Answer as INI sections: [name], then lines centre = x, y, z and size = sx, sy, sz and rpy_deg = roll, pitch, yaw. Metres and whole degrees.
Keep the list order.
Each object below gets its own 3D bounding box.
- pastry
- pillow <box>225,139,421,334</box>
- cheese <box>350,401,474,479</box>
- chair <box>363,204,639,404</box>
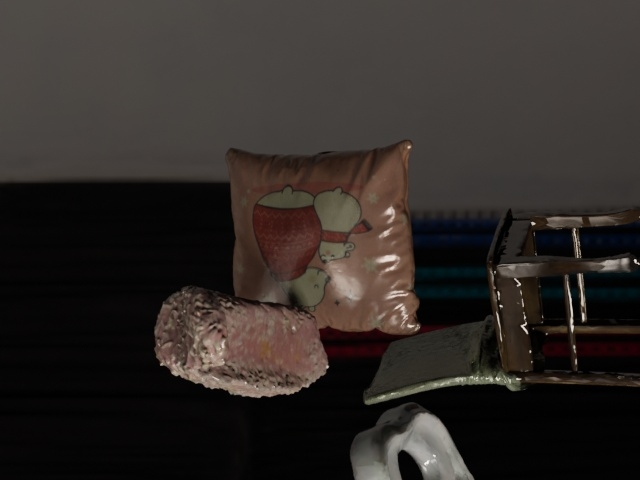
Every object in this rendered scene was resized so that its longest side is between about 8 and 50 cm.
[pastry]
centre = -0.089, 0.106, 1.381
size = 0.265, 0.112, 0.102
rpy_deg = 30, 54, -63
[pillow]
centre = 0.000, 0.000, 1.518
size = 0.084, 0.236, 0.223
rpy_deg = -19, 105, -70
[cheese]
centre = 0.087, 0.167, 0.408
size = 0.163, 0.071, 0.248
rpy_deg = 13, 54, -56
[chair]
centre = 0.198, 0.073, 1.489
size = 0.160, 0.319, 0.186
rpy_deg = -59, 142, -61
